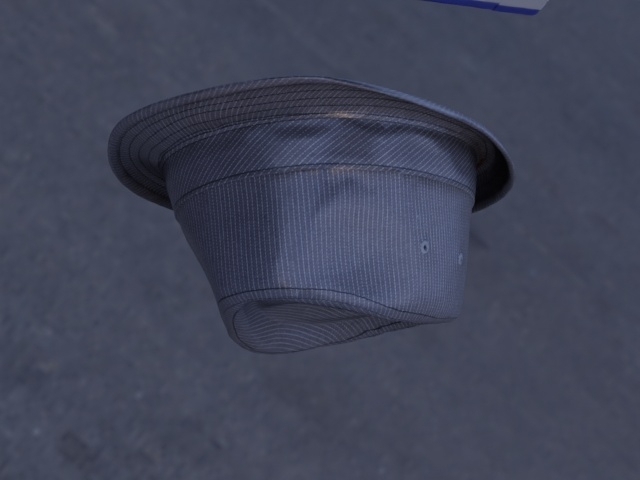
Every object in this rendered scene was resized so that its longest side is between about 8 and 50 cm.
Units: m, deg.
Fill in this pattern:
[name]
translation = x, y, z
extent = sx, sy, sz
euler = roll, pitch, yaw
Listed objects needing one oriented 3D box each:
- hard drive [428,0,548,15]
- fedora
[hard drive]
translation = -0.038, -0.223, 1.019
extent = 0.319, 0.040, 0.210
euler = 3, 56, -33
[fedora]
translation = 0.000, 0.000, 1.224
extent = 0.275, 0.244, 0.124
euler = 26, 58, -62
